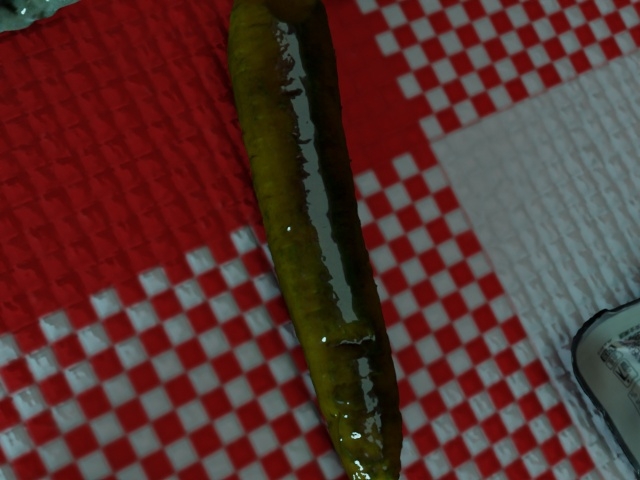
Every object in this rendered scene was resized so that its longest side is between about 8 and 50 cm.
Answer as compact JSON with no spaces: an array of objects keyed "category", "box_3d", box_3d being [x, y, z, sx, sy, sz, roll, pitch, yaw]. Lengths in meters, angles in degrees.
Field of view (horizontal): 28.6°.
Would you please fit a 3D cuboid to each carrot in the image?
[{"category":"carrot","box_3d":[0.000,0.000,0.733,0.066,0.066,0.314,-9,82,-27]}]

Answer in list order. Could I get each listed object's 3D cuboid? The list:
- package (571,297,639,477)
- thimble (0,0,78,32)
[{"category":"package","box_3d":[0.265,0.112,0.834,0.166,0.040,0.232,-44,103,-25]},{"category":"thimble","box_3d":[-0.180,-0.149,0.677,0.110,0.084,0.062,-18,84,-41]}]
